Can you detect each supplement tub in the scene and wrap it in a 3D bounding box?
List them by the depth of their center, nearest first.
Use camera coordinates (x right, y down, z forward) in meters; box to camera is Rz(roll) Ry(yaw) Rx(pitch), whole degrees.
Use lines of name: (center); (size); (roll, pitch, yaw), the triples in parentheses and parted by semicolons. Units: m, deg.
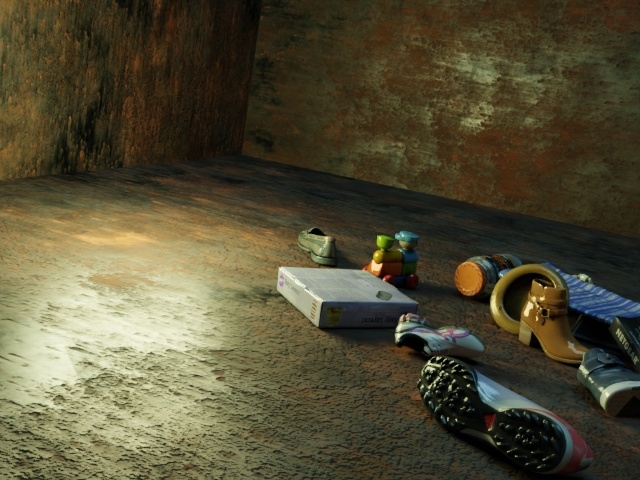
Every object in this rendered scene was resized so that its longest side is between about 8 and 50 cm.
supplement tub: (0.459, 0.098, 2.046); (0.190, 0.116, 0.117); (-4, 18, -43)

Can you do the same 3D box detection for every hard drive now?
hard drive: (0.735, 0.212, 1.880); (0.172, 0.054, 0.255); (16, 15, 27)

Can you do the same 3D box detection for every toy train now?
toy train: (0.157, 0.050, 1.978); (0.248, 0.143, 0.105); (-1, 16, -38)

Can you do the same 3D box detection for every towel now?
towel: (0.655, 0.132, 1.932); (0.243, 0.040, 0.336); (-3, 20, -43)

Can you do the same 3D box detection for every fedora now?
fedora: (0.509, 0.153, 1.818); (0.194, 0.194, 0.079); (17, -21, 32)

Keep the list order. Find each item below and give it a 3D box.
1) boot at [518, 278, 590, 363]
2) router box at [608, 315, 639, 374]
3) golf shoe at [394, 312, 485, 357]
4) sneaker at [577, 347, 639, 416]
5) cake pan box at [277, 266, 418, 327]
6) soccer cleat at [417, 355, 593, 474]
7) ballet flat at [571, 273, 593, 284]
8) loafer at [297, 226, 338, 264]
boot: (0.528, 0.179, 1.660); (0.073, 0.152, 0.197); (-3, 18, -43)
router box: (0.741, 0.243, 1.668); (0.133, 0.046, 0.179); (8, 30, -8)
golf shoe: (0.243, 0.215, 1.543); (0.186, 0.067, 0.086); (14, 42, 10)
sneaker: (0.615, 0.273, 1.468); (0.226, 0.086, 0.163); (5, 16, -14)
cake pan box: (0.054, 0.128, 1.752); (0.246, 0.070, 0.267); (5, 14, -28)
soccer cleat: (0.286, 0.283, 1.213); (0.116, 0.108, 0.318); (25, -1, -38)
ballet flat: (0.732, 0.136, 2.150); (0.222, 0.079, 0.077); (-2, 16, -42)
loafer: (0.000, 0.000, 2.217); (0.096, 0.084, 0.267); (5, 14, -17)
